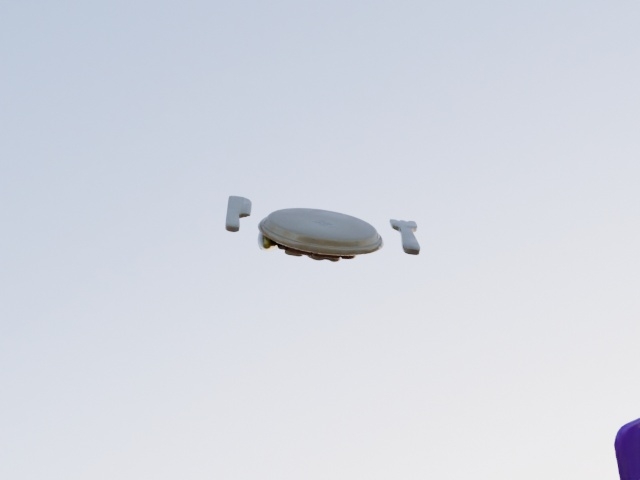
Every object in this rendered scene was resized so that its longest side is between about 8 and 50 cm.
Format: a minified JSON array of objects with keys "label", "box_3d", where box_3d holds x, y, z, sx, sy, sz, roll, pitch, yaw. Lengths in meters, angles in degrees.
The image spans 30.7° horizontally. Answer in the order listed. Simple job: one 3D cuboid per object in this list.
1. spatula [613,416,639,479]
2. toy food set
[{"label":"spatula","box_3d":[0.096,0.144,0.565,0.296,0.084,0.030,-11,-7,-20]},{"label":"toy food set","box_3d":[0.000,0.000,1.134,0.192,0.132,0.039,8,-74,-2]}]
